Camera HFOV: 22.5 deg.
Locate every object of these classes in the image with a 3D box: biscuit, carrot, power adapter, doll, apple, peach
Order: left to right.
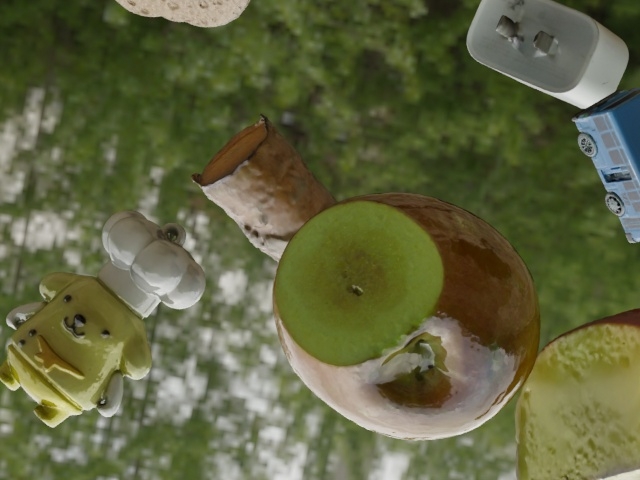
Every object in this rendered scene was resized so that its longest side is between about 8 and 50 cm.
[{"bbox_3d":[-0.150,0.051,1.108,0.106,0.162,0.062,40,175,15],"label":"doll"},{"bbox_3d":[-0.139,-0.287,1.575,0.170,0.170,0.050,12,-130,5],"label":"biscuit"},{"bbox_3d":[0.000,0.000,1.544,0.263,0.102,0.102,44,177,-15],"label":"carrot"},{"bbox_3d":[0.058,0.047,1.011,0.163,0.146,0.147,31,-163,-29],"label":"apple"},{"bbox_3d":[0.320,-0.280,2.308,0.187,0.124,0.255,25,-172,22],"label":"power adapter"},{"bbox_3d":[0.293,0.127,1.341,0.159,0.154,0.267,-1,162,-37],"label":"peach"}]

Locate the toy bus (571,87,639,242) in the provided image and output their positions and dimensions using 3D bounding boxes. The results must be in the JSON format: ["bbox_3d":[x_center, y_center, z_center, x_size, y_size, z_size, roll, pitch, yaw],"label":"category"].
[{"bbox_3d":[0.405,-0.095,2.019,0.090,0.184,0.106,-31,-170,-24],"label":"toy bus"}]
